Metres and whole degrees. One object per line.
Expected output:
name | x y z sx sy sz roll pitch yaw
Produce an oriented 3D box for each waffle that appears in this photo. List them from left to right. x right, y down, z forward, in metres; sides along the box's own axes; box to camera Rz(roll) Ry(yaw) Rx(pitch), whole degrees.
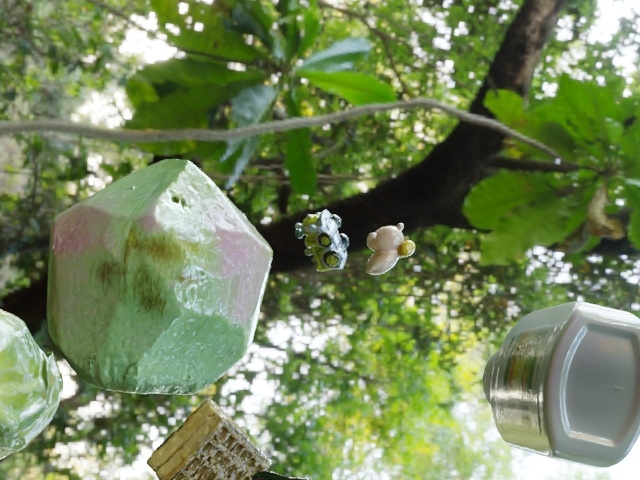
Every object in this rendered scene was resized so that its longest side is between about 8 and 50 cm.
waffle | -0.252 0.513 2.042 0.091 0.213 0.308 36 -16 36

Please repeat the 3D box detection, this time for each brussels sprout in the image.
brussels sprout | -0.557 0.232 1.435 0.227 0.259 0.294 -32 -173 15

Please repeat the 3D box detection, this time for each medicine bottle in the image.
medicine bottle | 0.288 0.175 1.090 0.324 0.124 0.179 96 6 -82

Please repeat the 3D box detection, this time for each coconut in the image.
coconut | -0.157 0.034 0.885 0.204 0.236 0.235 -2 96 -83

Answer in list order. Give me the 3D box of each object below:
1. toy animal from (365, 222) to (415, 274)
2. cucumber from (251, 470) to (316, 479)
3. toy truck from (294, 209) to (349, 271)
toy animal | 0.121 0.013 1.762 0.082 0.114 0.091 58 -14 -15
cucumber | -0.069 0.485 1.773 0.184 0.036 0.033 1 -83 34
toy truck | 0.000 0.000 1.590 0.111 0.077 0.076 66 25 -23
